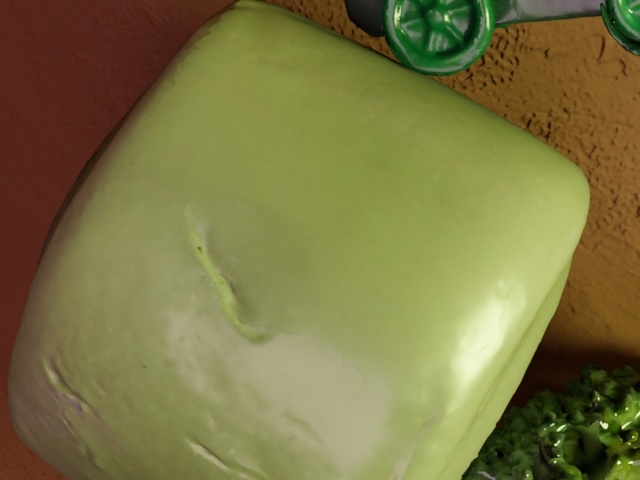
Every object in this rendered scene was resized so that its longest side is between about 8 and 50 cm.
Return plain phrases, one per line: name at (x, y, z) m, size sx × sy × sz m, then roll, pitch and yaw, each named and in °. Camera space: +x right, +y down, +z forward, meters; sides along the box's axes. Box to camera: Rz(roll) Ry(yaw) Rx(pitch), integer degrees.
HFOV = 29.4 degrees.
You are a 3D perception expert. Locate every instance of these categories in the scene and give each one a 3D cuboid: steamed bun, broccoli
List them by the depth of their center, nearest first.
steamed bun at (-0.045, 0.073, 0.929) m, size 0.371 × 0.290 × 0.455 m, roll 28°, pitch 126°, yaw 2°
broccoli at (0.221, 0.229, 1.044) m, size 0.272 × 0.324 × 0.334 m, roll 24°, pitch 142°, yaw -5°

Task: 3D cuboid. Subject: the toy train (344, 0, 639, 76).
toy train at (0.158, -0.258, 0.831) m, size 0.429 × 0.178 × 0.249 m, roll -1°, pitch 111°, yaw 25°
